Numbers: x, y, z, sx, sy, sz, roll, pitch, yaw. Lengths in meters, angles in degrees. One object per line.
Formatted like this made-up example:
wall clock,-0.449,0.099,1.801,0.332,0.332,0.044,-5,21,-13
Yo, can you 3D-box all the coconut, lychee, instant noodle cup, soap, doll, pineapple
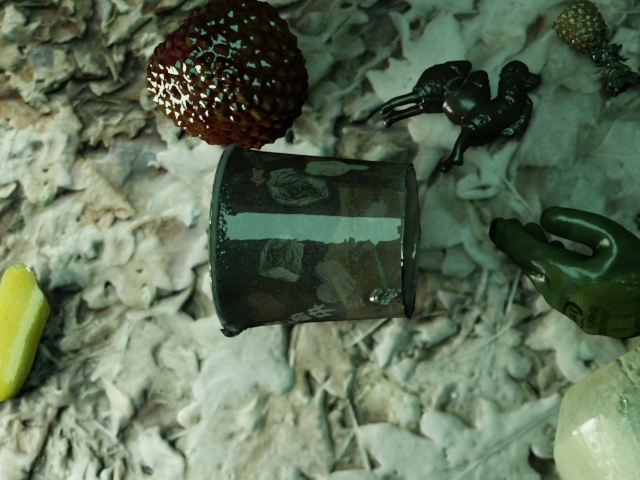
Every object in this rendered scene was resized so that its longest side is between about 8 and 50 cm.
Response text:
coconut,0.359,0.216,1.164,0.245,0.245,0.247,-30,68,5
lychee,-0.102,-0.193,1.458,0.188,0.188,0.188,-5,72,14
instant noodle cup,0.000,0.000,1.352,0.207,0.217,0.217,0,73,9
soap,-0.379,0.114,1.510,0.089,0.033,0.168,19,79,18
doll,0.171,-0.159,1.430,0.165,0.057,0.139,-42,65,-9
pineapple,0.322,-0.217,1.413,0.058,0.058,0.124,-37,81,2

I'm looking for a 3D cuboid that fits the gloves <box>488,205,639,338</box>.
gloves,0.299,0.041,1.300,0.268,0.135,0.107,25,40,20
